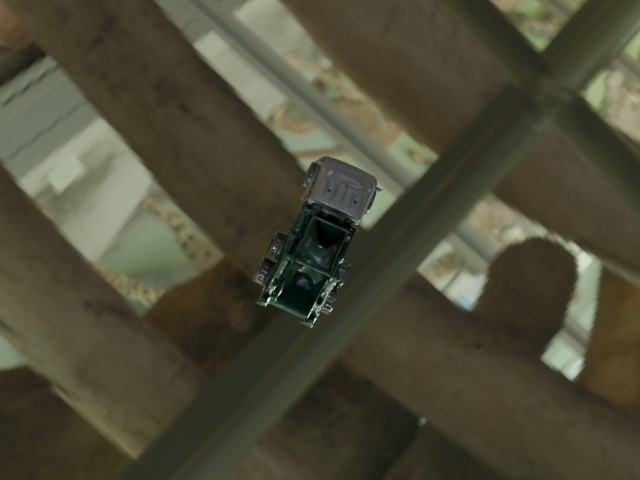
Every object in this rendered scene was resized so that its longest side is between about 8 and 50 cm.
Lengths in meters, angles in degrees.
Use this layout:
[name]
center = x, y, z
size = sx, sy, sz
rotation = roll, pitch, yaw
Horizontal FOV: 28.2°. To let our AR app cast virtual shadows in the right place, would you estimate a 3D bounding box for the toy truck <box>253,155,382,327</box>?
[toy truck]
center = 0.000, 0.000, 1.636
size = 0.116, 0.110, 0.216
rotation = -176, -69, -83
